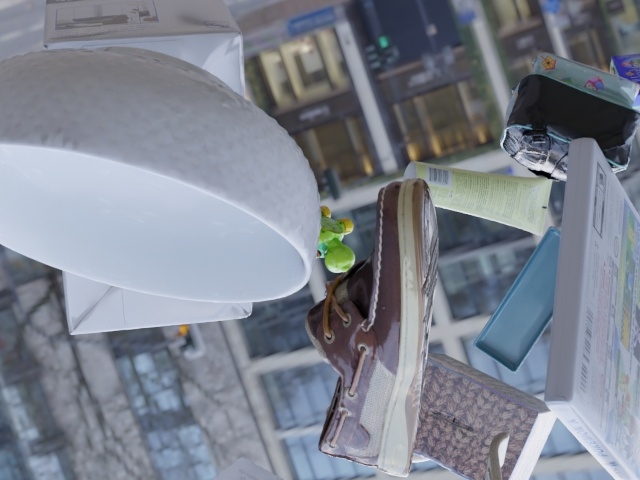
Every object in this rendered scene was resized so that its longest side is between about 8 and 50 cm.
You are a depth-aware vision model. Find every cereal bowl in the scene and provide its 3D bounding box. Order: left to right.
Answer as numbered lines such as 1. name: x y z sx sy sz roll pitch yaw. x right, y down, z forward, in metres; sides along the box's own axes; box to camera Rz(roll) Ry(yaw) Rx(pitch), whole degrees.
1. cereal bowl: -0.158 -0.069 1.173 0.339 0.141 0.339 11 161 4

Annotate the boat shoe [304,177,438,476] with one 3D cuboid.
1. boat shoe: 0.044 0.088 1.323 0.123 0.342 0.123 8 -141 7

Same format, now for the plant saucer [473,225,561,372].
1. plant saucer: 0.273 0.076 1.742 0.192 0.067 0.018 -60 168 20

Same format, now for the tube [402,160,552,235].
1. tube: 0.247 -0.072 2.126 0.240 0.070 0.062 9 -138 -16

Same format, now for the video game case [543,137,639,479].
1. video game case: 0.342 0.091 1.628 0.036 0.329 0.300 -4 152 28

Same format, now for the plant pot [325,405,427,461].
1. plant pot: 0.123 0.345 2.447 0.236 0.032 0.236 10 -166 -2

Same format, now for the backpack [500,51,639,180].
1. backpack: 0.316 -0.148 1.731 0.165 0.144 0.188 18 166 5

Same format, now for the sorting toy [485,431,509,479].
1. sorting toy: 0.203 0.343 1.572 0.041 0.229 0.307 -3 161 5

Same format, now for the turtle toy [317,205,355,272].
1. turtle toy: 0.000 0.000 1.978 0.095 0.066 0.130 -12 -148 -42

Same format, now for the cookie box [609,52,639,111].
1. cookie box: 0.532 -0.261 2.231 0.091 0.040 0.107 -7 -136 0

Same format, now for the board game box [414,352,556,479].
1. board game box: 0.242 0.292 2.216 0.232 0.141 0.291 25 -178 16

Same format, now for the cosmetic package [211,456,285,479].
1. cosmetic package: -0.073 0.506 1.794 0.217 0.385 0.156 25 -143 30

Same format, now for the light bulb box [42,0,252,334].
1. light bulb box: -0.220 -0.124 1.688 0.225 0.358 0.361 -4 -157 -9
